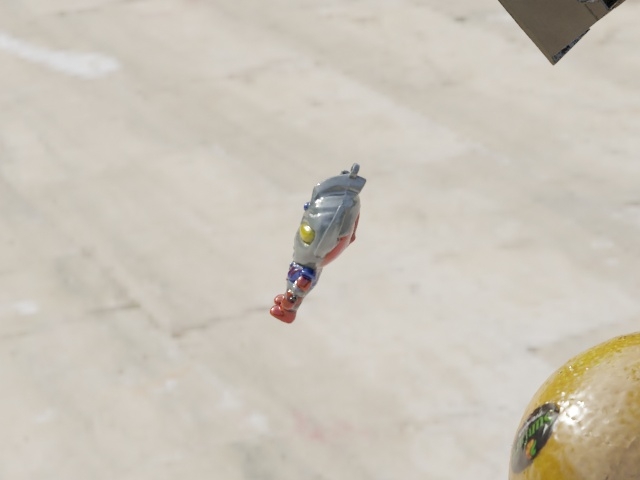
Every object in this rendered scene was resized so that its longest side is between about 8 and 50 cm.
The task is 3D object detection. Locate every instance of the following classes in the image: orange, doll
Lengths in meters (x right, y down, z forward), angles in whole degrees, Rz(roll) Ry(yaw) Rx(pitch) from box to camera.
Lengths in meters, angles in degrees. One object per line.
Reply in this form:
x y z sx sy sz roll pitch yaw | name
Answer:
0.285 0.202 1.512 0.274 0.274 0.274 -4 23 2 | orange
0.000 -0.001 1.944 0.062 0.194 0.104 34 28 12 | doll

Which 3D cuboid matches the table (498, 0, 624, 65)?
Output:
0.209 -0.211 1.556 0.082 0.083 0.070 -36 6 47 | table
